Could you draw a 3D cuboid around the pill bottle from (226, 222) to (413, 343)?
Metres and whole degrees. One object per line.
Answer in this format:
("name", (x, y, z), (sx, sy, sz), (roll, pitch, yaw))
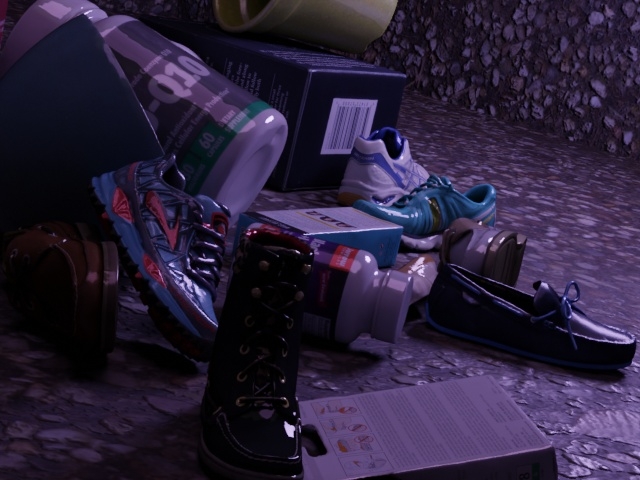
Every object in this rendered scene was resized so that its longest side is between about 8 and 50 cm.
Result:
("pill bottle", (0.001, 0.053, 1.634), (0.193, 0.108, 0.108), (14, 13, 9))

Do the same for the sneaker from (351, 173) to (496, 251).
("sneaker", (0.155, -0.047, 2.201), (0.275, 0.110, 0.107), (1, 17, -38))

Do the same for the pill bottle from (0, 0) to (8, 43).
("pill bottle", (-0.495, -0.230, 1.736), (0.224, 0.392, 0.224), (12, 13, -3))

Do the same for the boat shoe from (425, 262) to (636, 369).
("boat shoe", (0.258, 0.091, 1.759), (0.258, 0.089, 0.109), (12, 13, -2))

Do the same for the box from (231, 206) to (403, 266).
("box", (0.000, 0.000, 1.962), (0.100, 0.060, 0.244), (22, 16, 35))

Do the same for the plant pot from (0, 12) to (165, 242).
("plant pot", (-0.299, -0.090, 1.704), (0.195, 0.290, 0.290), (-28, 24, -10))

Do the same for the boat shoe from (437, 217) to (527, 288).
("boat shoe", (0.207, 0.029, 1.954), (0.103, 0.113, 0.302), (14, 3, 12))

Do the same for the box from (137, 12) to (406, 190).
("box", (-0.105, -0.244, 2.557), (0.395, 0.212, 0.293), (22, 16, 33))

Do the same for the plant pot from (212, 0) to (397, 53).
("plant pot", (-0.011, -0.453, 2.571), (0.254, 0.276, 0.276), (19, 8, -33))

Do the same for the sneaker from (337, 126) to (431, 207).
("sneaker", (0.127, -0.124, 2.455), (0.111, 0.131, 0.296), (15, 12, 18))

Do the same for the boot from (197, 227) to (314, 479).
("boot", (-0.050, 0.097, 1.247), (0.085, 0.179, 0.236), (10, 13, -12))

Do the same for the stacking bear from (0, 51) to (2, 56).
("stacking bear", (-0.500, -0.207, 2.184), (0.175, 0.164, 0.289), (12, 9, -4))

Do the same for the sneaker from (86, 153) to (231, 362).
("sneaker", (-0.143, 0.004, 1.497), (0.125, 0.104, 0.262), (-28, 58, -7))

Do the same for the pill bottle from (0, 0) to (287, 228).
("pill bottle", (-0.242, -0.175, 1.966), (0.361, 0.204, 0.204), (33, 18, 11))

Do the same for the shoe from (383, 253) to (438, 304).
("shoe", (0.100, 0.064, 1.818), (0.076, 0.058, 0.219), (-31, -6, 22))

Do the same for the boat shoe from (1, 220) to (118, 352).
("boat shoe", (-0.265, 0.045, 1.460), (0.104, 0.111, 0.307), (5, 5, -16))

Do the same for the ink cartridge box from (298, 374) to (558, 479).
("ink cartridge box", (0.078, 0.188, 1.319), (0.224, 0.056, 0.181), (-9, 17, -9))

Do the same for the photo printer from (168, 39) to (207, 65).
("photo printer", (-0.250, -0.223, 2.290), (0.256, 0.107, 0.307), (51, 19, 23))
